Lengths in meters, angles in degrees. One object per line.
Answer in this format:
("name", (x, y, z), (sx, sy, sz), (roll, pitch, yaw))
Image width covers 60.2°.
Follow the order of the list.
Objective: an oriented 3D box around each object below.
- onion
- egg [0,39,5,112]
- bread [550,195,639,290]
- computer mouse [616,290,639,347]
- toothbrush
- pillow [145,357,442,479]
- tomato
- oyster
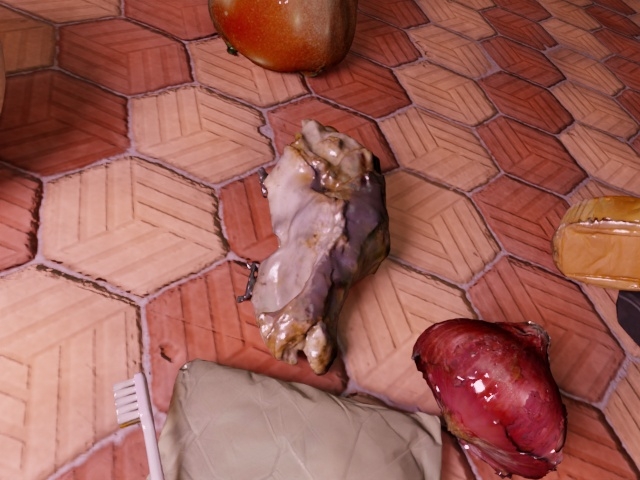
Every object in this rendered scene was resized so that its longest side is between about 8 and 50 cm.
("onion", (0.187, 0.150, 0.576), (0.147, 0.184, 0.184), (-40, 65, -3))
("egg", (-0.482, -0.185, 0.570), (0.283, 0.283, 0.345), (-12, 68, -31))
("bread", (0.466, 0.002, 0.851), (0.191, 0.132, 0.114), (11, 34, 33))
("computer mouse", (0.519, 0.134, 0.816), (0.106, 0.062, 0.192), (-3, 48, -24))
("toothbrush", (-0.109, 0.253, 0.395), (0.030, 0.025, 0.342), (-15, 58, -14))
("pillow", (-0.019, 0.248, 0.479), (0.281, 0.076, 0.274), (16, 46, -7))
("tomato", (-0.058, -0.467, 1.040), (0.304, 0.239, 0.303), (8, 45, -9))
("oyster", (-0.004, -0.005, 0.683), (0.198, 0.133, 0.337), (38, 55, -22))
